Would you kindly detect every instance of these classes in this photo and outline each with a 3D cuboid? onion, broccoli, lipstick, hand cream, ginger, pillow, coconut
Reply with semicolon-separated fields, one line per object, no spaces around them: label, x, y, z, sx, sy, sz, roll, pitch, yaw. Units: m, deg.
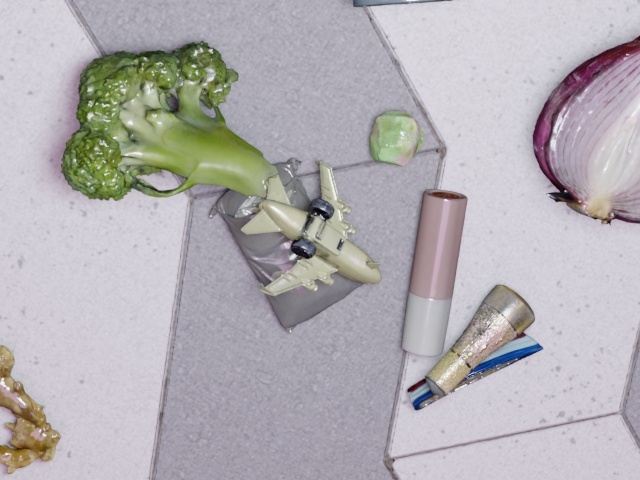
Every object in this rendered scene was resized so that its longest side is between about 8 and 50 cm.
onion;0.461;-0.201;1.920;0.267;0.159;0.348;25;99;-22
broccoli;-0.215;-0.164;1.868;0.302;0.186;0.254;8;64;-7
lipstick;0.177;0.051;2.005;0.070;0.070;0.254;6;104;-7
hand cream;0.244;0.165;2.010;0.203;0.084;0.084;-46;104;-9
ginger;-0.482;0.270;2.017;0.176;0.052;0.193;28;108;-11
pillow;-0.048;0.008;1.982;0.169;0.059;0.255;-31;104;1
coconut;0.117;-0.156;1.942;0.081;0.083;0.082;6;145;-6

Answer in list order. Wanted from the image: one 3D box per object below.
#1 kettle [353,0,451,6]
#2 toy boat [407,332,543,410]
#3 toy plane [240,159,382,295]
kettle;0.145;-0.462;1.838;0.210;0.160;0.243;-6;100;-22
toy boat;0.246;0.207;2.059;0.229;0.080;0.046;-28;71;3
toy plane;0.000;0.000;1.919;0.244;0.092;0.229;31;68;-19
